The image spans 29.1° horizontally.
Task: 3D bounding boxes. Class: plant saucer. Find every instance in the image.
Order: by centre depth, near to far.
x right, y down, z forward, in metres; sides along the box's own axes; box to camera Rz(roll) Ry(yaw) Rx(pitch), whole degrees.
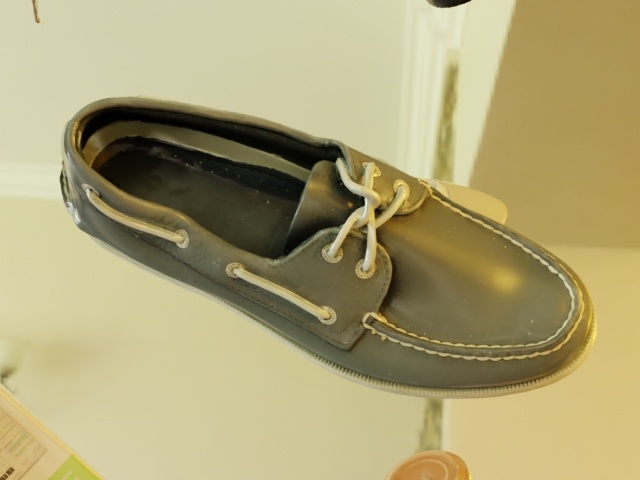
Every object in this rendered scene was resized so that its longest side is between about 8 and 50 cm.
[{"bbox_3d":[0.093,0.217,1.103,0.084,0.083,0.013,-5,-56,30],"label":"plant saucer"}]

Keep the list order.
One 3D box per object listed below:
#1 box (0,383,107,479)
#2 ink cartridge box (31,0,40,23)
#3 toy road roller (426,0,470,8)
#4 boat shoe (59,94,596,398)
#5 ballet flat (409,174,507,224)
[{"bbox_3d":[-0.356,0.201,1.033,0.322,0.232,0.058,48,-12,-19],"label":"box"},{"bbox_3d":[-0.278,-0.447,1.268,0.072,0.330,0.324,-4,-19,-11],"label":"ink cartridge box"},{"bbox_3d":[0.141,-0.453,1.515,0.329,0.241,0.202,38,-17,49],"label":"toy road roller"},{"bbox_3d":[0.000,0.000,0.682,0.320,0.116,0.099,20,-19,9],"label":"boat shoe"},{"bbox_3d":[0.046,-0.020,1.151,0.249,0.086,0.086,-12,-20,14],"label":"ballet flat"}]
